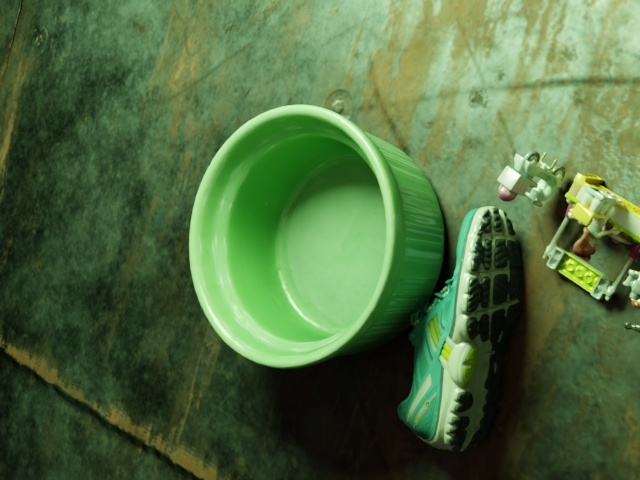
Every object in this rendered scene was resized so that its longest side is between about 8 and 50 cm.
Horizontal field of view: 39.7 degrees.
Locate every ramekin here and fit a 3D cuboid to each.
[{"bbox_3d":[0.000,0.000,1.067,0.303,0.148,0.303,-4,83,37],"label":"ramekin"}]

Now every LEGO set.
[{"bbox_3d":[0.284,0.021,0.860,0.107,0.132,0.287,-65,32,20],"label":"LEGO set"}]

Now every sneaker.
[{"bbox_3d":[0.144,0.093,0.980,0.110,0.107,0.275,17,96,43],"label":"sneaker"}]

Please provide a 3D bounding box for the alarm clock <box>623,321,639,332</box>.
[{"bbox_3d":[0.385,0.118,0.816,0.129,0.064,0.192,-47,57,24],"label":"alarm clock"}]
